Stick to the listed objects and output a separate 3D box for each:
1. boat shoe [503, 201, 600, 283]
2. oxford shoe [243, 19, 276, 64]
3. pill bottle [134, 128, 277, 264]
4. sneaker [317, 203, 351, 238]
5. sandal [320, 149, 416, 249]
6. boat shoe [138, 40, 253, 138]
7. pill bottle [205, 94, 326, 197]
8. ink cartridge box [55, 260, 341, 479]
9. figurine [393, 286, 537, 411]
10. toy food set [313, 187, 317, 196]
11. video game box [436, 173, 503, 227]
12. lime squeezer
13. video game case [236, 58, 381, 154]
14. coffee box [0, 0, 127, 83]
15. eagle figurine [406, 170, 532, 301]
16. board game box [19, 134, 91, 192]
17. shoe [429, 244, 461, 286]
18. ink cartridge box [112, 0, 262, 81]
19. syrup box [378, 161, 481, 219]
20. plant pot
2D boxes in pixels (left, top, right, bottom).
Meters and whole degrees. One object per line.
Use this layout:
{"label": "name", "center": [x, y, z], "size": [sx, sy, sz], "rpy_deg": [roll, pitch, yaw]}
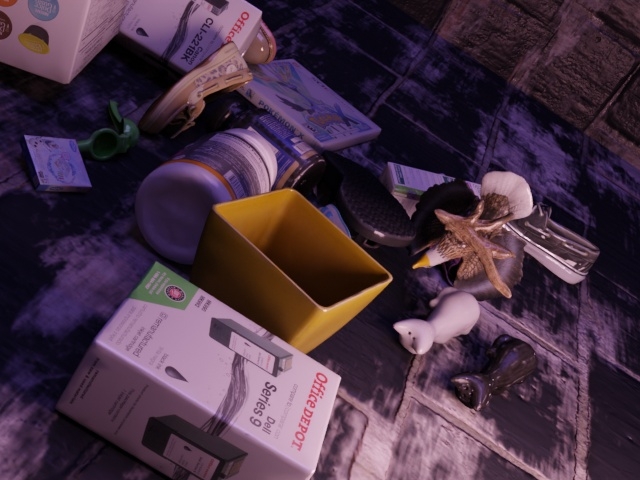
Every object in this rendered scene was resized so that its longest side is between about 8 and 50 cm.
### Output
{"label": "boat shoe", "center": [0.514, -0.038, 2.289], "size": [0.335, 0.119, 0.121], "rpy_deg": [35, 26, 2]}
{"label": "oxford shoe", "center": [-0.286, -0.502, 2.186], "size": [0.397, 0.140, 0.146], "rpy_deg": [32, 46, 12]}
{"label": "pill bottle", "center": [-0.171, -0.082, 1.534], "size": [0.162, 0.162, 0.278], "rpy_deg": [34, 25, 0]}
{"label": "sneaker", "center": [0.000, 0.000, 1.666], "size": [0.228, 0.092, 0.087], "rpy_deg": [-119, -170, -73]}
{"label": "sandal", "center": [0.073, -0.056, 1.862], "size": [0.168, 0.107, 0.445], "rpy_deg": [25, 15, -15]}
{"label": "boat shoe", "center": [-0.227, -0.275, 1.803], "size": [0.089, 0.105, 0.285], "rpy_deg": [51, 53, -13]}
{"label": "pill bottle", "center": [-0.107, -0.171, 1.802], "size": [0.219, 0.122, 0.123], "rpy_deg": [41, 27, 14]}
{"label": "ink cartridge box", "center": [-0.135, 0.183, 1.162], "size": [0.289, 0.121, 0.211], "rpy_deg": [32, 26, -5]}
{"label": "figurine", "center": [0.239, 0.187, 1.637], "size": [0.215, 0.092, 0.209], "rpy_deg": [42, 31, 19]}
{"label": "toy food set", "center": [-0.035, -0.146, 1.892], "size": [0.122, 0.019, 0.078], "rpy_deg": [49, 24, -35]}
{"label": "video game box", "center": [0.296, -0.070, 2.179], "size": [0.205, 0.048, 0.187], "rpy_deg": [44, 31, 21]}
{"label": "lime squeezer", "center": [-0.368, -0.180, 1.596], "size": [0.110, 0.059, 0.310], "rpy_deg": [34, 27, 0]}
{"label": "video game case", "center": [-0.038, -0.319, 2.233], "size": [0.300, 0.036, 0.329], "rpy_deg": [40, 27, 13]}
{"label": "coffee box", "center": [-0.508, -0.517, 1.653], "size": [0.338, 0.334, 0.338], "rpy_deg": [20, 27, -6]}
{"label": "eagle figurine", "center": [0.263, -0.002, 1.756], "size": [0.225, 0.226, 0.298], "rpy_deg": [2, -5, 7]}
{"label": "board game box", "center": [-0.402, -0.116, 1.457], "size": [0.090, 0.020, 0.090], "rpy_deg": [0, 59, -47]}
{"label": "shoe", "center": [0.269, 0.037, 1.941], "size": [0.178, 0.063, 0.081], "rpy_deg": [46, 23, 15]}
{"label": "ink cartridge box", "center": [-0.282, -0.444, 1.959], "size": [0.273, 0.197, 0.114], "rpy_deg": [32, -9, -5]}
{"label": "syrup box", "center": [0.238, -0.079, 2.014], "size": [0.237, 0.096, 0.093], "rpy_deg": [12, 41, -17]}
{"label": "plant pot", "center": [-0.066, 0.073, 1.357], "size": [0.212, 0.187, 0.212], "rpy_deg": [42, 26, 16]}
